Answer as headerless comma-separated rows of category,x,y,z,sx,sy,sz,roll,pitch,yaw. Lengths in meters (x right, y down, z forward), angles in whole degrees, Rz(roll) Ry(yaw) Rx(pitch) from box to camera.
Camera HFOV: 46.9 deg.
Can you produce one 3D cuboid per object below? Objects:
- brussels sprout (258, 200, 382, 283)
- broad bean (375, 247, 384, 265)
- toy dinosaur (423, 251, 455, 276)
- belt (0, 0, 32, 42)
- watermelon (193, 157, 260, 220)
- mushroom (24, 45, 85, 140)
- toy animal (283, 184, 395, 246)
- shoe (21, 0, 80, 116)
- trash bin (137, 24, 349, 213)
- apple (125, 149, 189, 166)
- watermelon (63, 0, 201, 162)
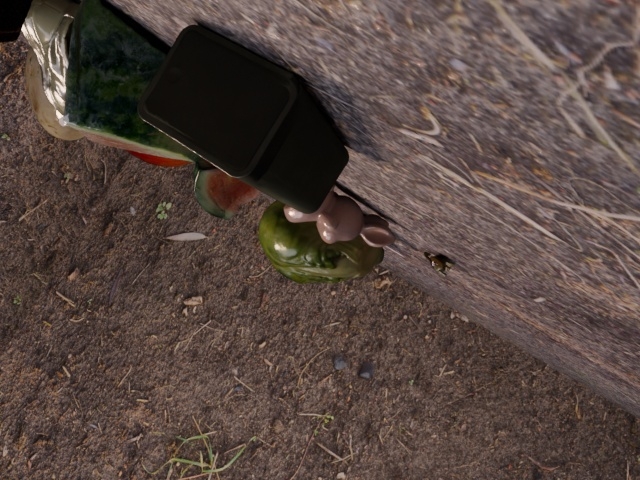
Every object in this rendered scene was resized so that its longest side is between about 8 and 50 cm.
brussels sprout,0.000,0.000,1.685,0.271,0.210,0.219,20,152,17
broad bean,0.096,0.003,1.911,0.169,0.100,0.228,40,-170,-3
toy dinosaur,0.245,0.052,1.497,0.058,0.037,0.180,28,179,-5
belt,-0.464,-0.352,0.836,0.289,0.164,0.184,25,-159,-9
watermelon,-0.163,-0.150,1.408,0.136,0.202,0.207,60,-169,13
mushroom,-0.504,-0.336,1.574,0.243,0.243,0.243,32,178,1
toy animal,0.038,-0.035,1.434,0.212,0.124,0.124,36,177,-16
shoe,-0.421,-0.306,1.249,0.098,0.103,0.275,20,152,12
trash bin,-0.078,-0.130,0.886,0.164,0.122,0.240,32,180,19
apple,-0.318,-0.231,1.434,0.251,0.163,0.293,33,180,-1
watermelon,-0.288,-0.245,1.147,0.232,0.193,0.310,11,176,35
